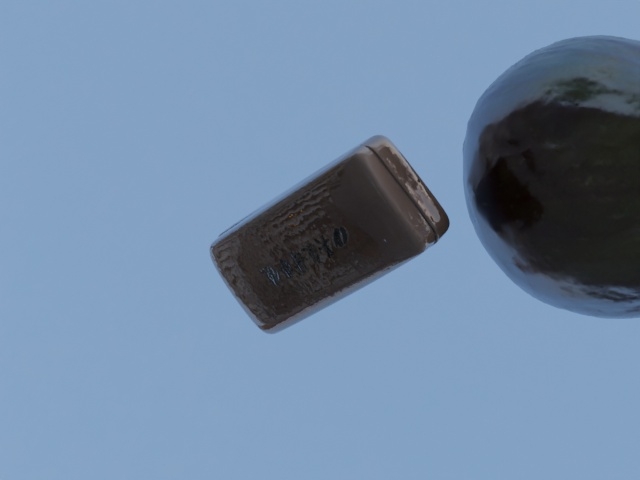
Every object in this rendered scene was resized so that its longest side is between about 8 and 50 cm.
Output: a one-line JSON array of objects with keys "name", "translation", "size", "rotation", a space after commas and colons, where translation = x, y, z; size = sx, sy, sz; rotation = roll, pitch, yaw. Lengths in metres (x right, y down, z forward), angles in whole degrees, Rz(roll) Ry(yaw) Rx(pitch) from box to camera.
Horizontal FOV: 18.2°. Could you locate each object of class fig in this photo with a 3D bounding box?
[{"name": "fig", "translation": [0.127, -0.027, 0.751], "size": [0.154, 0.103, 0.109], "rotation": [-10, -68, 44]}]

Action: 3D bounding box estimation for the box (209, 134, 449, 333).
[{"name": "box", "translation": [0.000, 0.000, 0.764], "size": [0.048, 0.025, 0.115], "rotation": [52, -38, -7]}]
